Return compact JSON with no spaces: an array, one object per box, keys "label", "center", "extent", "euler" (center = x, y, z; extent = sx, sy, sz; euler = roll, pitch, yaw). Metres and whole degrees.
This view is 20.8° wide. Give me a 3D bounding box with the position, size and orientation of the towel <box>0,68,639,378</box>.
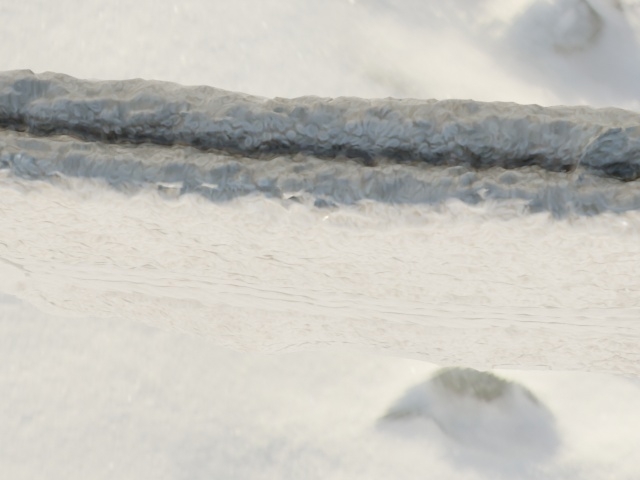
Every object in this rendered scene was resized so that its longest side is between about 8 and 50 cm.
[{"label":"towel","center":[0.000,0.000,0.566],"extent":[0.282,0.187,0.049],"euler":[4,75,14]}]
